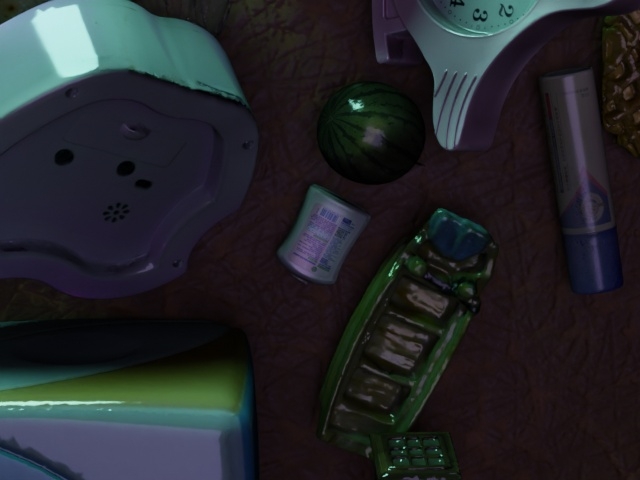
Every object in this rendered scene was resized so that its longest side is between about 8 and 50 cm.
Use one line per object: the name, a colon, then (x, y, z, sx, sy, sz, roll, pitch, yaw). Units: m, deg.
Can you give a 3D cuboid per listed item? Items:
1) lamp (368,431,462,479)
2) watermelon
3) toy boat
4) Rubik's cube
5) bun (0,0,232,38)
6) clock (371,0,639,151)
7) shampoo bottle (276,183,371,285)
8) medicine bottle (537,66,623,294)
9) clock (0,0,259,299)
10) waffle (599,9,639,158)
lamp: (0.092, 0.359, 1.664, 0.090, 0.089, 0.325, -2, 114, -4)
watermelon: (0.061, -0.103, 1.612, 0.133, 0.105, 0.105, 27, 98, -31)
toy boat: (0.087, 0.094, 1.659, 0.111, 0.084, 0.276, 24, 101, -10)
Rubik's cube: (-0.232, 0.272, 1.530, 0.347, 0.352, 0.352, 0, 102, -3)
bun: (-0.213, -0.259, 1.507, 0.272, 0.168, 0.273, -24, 136, -26)
clock: (0.180, -0.223, 1.539, 0.275, 0.080, 0.290, 18, 104, 29)
shampoo bottle: (0.000, 0.000, 1.652, 0.072, 0.043, 0.099, 27, 98, -7)
medicine bottle: (0.271, -0.062, 1.651, 0.059, 0.059, 0.231, -11, 100, -2)
clock: (-0.226, -0.070, 1.490, 0.338, 0.102, 0.339, -17, 144, -13)
waffle: (0.361, -0.172, 1.642, 0.148, 0.051, 0.194, 0, 95, -4)
